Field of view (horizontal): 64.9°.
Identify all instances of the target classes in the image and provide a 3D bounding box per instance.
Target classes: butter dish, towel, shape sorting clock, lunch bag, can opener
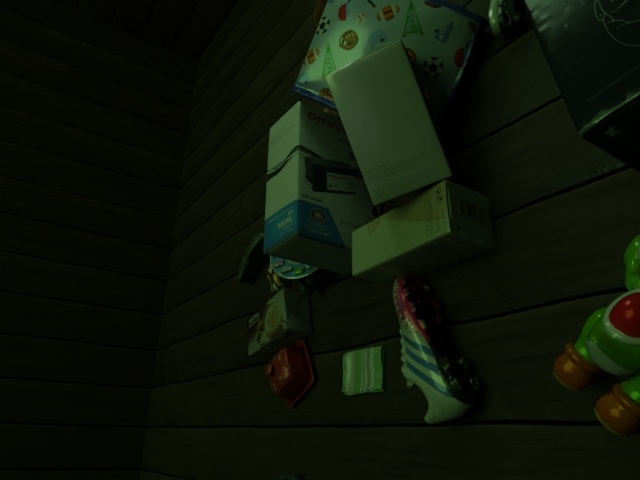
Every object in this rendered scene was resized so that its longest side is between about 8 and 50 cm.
[{"bbox_3d":[-0.109,0.390,1.500,0.160,0.118,0.160,-54,37,31],"label":"butter dish"},{"bbox_3d":[0.106,0.330,1.273,0.152,0.023,0.113,-28,55,50],"label":"towel"},{"bbox_3d":[-0.060,0.024,1.504,0.206,0.040,0.206,-12,53,16],"label":"shape sorting clock"},{"bbox_3d":[0.181,-0.439,1.266,0.385,0.239,0.328,28,105,26],"label":"lunch bag"},{"bbox_3d":[-0.095,0.058,1.572,0.076,0.095,0.283,-62,33,22],"label":"can opener"}]

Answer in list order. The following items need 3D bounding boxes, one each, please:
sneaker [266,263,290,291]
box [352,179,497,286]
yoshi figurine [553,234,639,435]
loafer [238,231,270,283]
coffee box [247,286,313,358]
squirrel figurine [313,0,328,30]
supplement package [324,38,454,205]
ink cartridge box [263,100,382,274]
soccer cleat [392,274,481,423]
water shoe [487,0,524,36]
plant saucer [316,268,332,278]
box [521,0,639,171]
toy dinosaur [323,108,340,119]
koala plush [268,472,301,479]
[{"bbox_3d":[-0.158,0.089,1.755,0.084,0.069,0.185,-37,46,38],"label":"sneaker"},{"bbox_3d":[0.217,-0.002,1.124,0.311,0.148,0.121,-29,53,48],"label":"box"},{"bbox_3d":[0.485,0.081,0.684,0.203,0.203,0.362,-49,-22,-60],"label":"yoshi figurine"},{"bbox_3d":[-0.255,0.052,1.901,0.251,0.094,0.087,-55,40,29],"label":"loafer"},{"bbox_3d":[-0.135,0.270,1.612,0.246,0.098,0.141,-41,45,43],"label":"coffee box"},{"bbox_3d":[0.119,-0.738,1.490,0.397,0.281,0.370,-32,57,52],"label":"squirrel figurine"},{"bbox_3d":[0.157,-0.247,1.094,0.175,0.177,0.293,-21,93,18],"label":"supplement package"},{"bbox_3d":[0.011,-0.137,1.373,0.166,0.285,0.395,-30,53,48],"label":"ink cartridge box"},{"bbox_3d":[0.208,0.225,1.066,0.143,0.116,0.331,-53,38,31],"label":"soccer cleat"},{"bbox_3d":[0.424,-0.548,1.121,0.080,0.073,0.203,1,76,31],"label":"water shoe"},{"bbox_3d":[0.000,0.000,1.573,0.241,0.037,0.241,-29,54,50],"label":"plant saucer"},{"bbox_3d":[0.507,-0.354,0.746,0.293,0.212,0.395,-38,46,44],"label":"box"},{"bbox_3d":[0.092,-0.392,1.524,0.295,0.127,0.200,-7,78,44],"label":"toy dinosaur"},{"bbox_3d":[-0.128,0.773,1.321,0.196,0.203,0.221,-56,47,28],"label":"koala plush"}]
